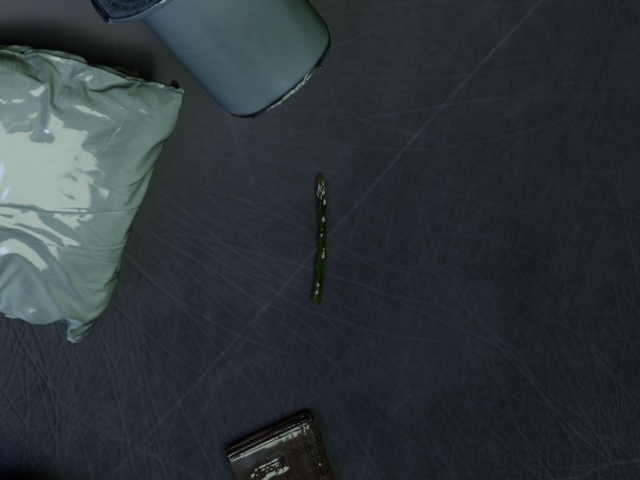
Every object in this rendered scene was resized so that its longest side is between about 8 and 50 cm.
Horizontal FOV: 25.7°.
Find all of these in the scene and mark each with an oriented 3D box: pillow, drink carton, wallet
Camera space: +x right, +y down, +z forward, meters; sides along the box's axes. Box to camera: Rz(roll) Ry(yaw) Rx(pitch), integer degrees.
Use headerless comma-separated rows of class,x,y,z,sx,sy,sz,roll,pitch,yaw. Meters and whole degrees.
pillow,-0.318,-0.058,1.429,0.283,0.138,0.310,18,105,-17
drink carton,-0.105,-0.240,1.411,0.191,0.185,0.189,-42,131,0
wallet,-0.034,0.330,1.757,0.124,0.042,0.230,-23,120,-12

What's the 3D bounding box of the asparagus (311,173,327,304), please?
asparagus,0.000,0.000,1.635,0.016,0.016,0.163,2,115,0
